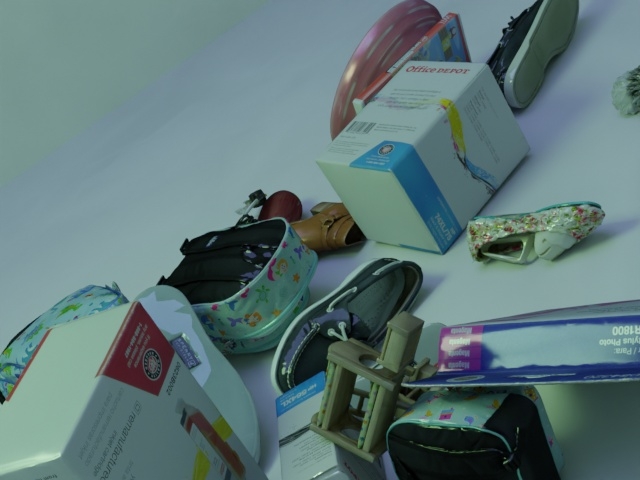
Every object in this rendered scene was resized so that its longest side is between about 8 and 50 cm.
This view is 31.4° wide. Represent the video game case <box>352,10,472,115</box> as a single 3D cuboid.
[{"bbox_3d":[0.183,-0.257,2.091,0.025,0.204,0.285,23,57,40],"label":"video game case"}]

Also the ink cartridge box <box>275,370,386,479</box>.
[{"bbox_3d":[0.017,0.290,1.455,0.086,0.148,0.203,-30,25,11],"label":"ink cartridge box"}]

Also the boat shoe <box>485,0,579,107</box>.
[{"bbox_3d":[0.395,-0.383,2.197,0.113,0.127,0.340,7,55,37],"label":"boat shoe"}]

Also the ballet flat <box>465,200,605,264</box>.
[{"bbox_3d":[0.320,-0.004,1.710,0.241,0.091,0.077,-9,65,48],"label":"ballet flat"}]

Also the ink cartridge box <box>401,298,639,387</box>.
[{"bbox_3d":[0.313,0.110,1.308,0.324,0.071,0.330,-8,-4,41],"label":"ink cartridge box"}]

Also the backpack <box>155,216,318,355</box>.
[{"bbox_3d":[-0.126,0.076,1.937,0.254,0.191,0.225,-18,32,45],"label":"backpack"}]

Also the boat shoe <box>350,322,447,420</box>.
[{"bbox_3d":[0.104,0.202,1.607,0.219,0.077,0.070,-39,-8,-3],"label":"boat shoe"}]

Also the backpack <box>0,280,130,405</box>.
[{"bbox_3d":[-0.403,0.212,2.005,0.290,0.273,0.356,-39,38,-25],"label":"backpack"}]

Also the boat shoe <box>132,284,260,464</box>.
[{"bbox_3d":[-0.194,0.249,1.784,0.136,0.156,0.367,-27,56,-14],"label":"boat shoe"}]

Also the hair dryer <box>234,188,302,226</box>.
[{"bbox_3d":[-0.127,-0.009,2.243,0.223,0.080,0.293,-50,18,-15],"label":"hair dryer"}]

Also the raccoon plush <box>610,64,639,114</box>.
[{"bbox_3d":[0.568,-0.317,1.683,0.446,0.299,0.216,-9,36,42],"label":"raccoon plush"}]

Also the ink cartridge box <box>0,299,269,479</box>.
[{"bbox_3d":[-0.227,0.315,1.432,0.160,0.384,0.279,-18,30,24],"label":"ink cartridge box"}]

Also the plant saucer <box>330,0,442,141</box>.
[{"bbox_3d":[0.150,-0.293,2.177,0.084,0.332,0.332,32,63,23],"label":"plant saucer"}]

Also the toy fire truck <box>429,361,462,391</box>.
[{"bbox_3d":[0.157,0.237,1.500,0.192,0.047,0.135,-42,27,-15],"label":"toy fire truck"}]

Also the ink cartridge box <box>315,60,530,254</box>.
[{"bbox_3d":[0.178,-0.148,1.939,0.270,0.197,0.198,-48,33,-21],"label":"ink cartridge box"}]

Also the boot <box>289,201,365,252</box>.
[{"bbox_3d":[0.000,0.000,2.064,0.197,0.073,0.152,-47,33,-20],"label":"boot"}]

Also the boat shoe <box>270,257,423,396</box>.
[{"bbox_3d":[0.043,0.128,1.743,0.091,0.114,0.302,-7,37,53],"label":"boat shoe"}]

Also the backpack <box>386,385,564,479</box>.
[{"bbox_3d":[0.179,0.246,1.326,0.188,0.165,0.144,-8,27,37],"label":"backpack"}]

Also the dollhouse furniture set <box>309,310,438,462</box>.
[{"bbox_3d":[0.078,0.143,1.388,0.101,0.181,0.161,24,26,24],"label":"dollhouse furniture set"}]
